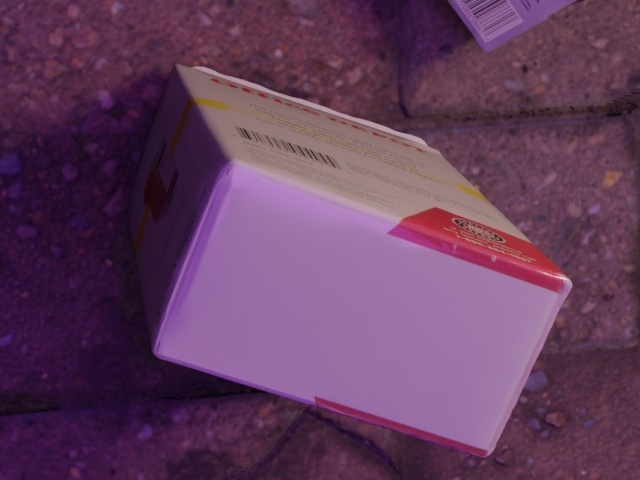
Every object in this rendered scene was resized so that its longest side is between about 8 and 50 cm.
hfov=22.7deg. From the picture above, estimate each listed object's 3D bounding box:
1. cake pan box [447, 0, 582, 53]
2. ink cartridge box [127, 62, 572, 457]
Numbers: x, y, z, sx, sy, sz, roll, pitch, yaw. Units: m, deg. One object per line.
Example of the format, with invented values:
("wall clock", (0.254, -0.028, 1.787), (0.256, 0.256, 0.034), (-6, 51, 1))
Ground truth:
("cake pan box", (0.180, -0.322, 1.378), (0.246, 0.070, 0.267), (-29, 112, 27))
("ink cartridge box", (0.000, 0.000, 1.317), (0.279, 0.384, 0.160), (18, 103, -15))
